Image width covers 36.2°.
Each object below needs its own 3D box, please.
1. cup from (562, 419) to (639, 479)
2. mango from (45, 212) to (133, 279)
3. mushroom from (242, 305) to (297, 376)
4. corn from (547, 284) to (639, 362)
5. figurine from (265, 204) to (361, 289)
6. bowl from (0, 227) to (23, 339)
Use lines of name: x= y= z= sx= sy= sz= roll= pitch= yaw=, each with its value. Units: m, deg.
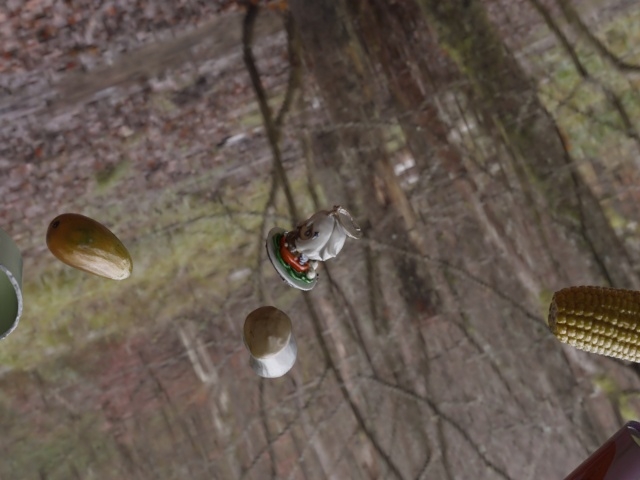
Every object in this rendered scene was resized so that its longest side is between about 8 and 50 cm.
cup: x=0.549 y=0.493 z=1.873 sx=0.288 sy=0.203 sz=0.203 roll=-55 pitch=165 yaw=21
mango: x=-0.405 y=0.012 z=1.725 sx=0.111 sy=0.163 sz=0.089 roll=124 pitch=-11 yaw=-69
mushroom: x=-0.118 y=0.209 z=2.114 sx=0.122 sy=0.159 sz=0.329 roll=-33 pitch=168 yaw=-8
corn: x=0.456 y=0.120 z=1.288 sx=0.305 sy=0.106 sz=0.106 roll=9 pitch=-176 yaw=10
figurine: x=0.000 y=0.000 z=1.706 sx=0.153 sy=0.132 sz=0.132 roll=-34 pitch=173 yaw=26
bowl: x=-0.491 y=0.037 z=1.309 sx=0.211 sy=0.211 sz=0.112 roll=-23 pitch=-147 yaw=18
